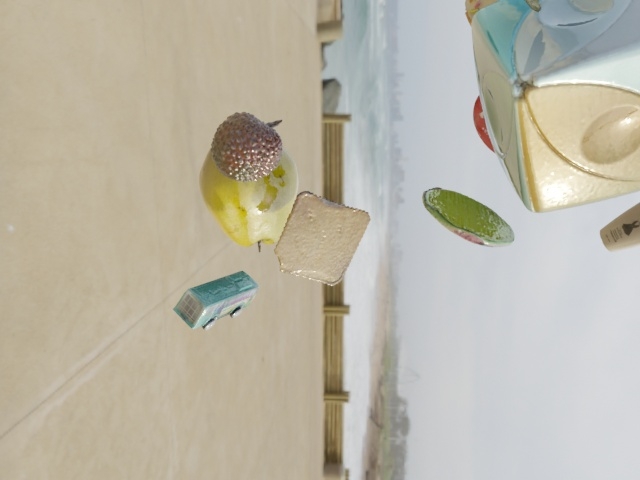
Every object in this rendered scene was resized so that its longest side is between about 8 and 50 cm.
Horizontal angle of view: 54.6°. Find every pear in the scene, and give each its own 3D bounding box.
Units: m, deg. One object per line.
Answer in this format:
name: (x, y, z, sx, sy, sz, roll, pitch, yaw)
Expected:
pear: (-0.192, -0.147, 1.767, 0.336, 0.285, 0.285, 54, 15, -10)

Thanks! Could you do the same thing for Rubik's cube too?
Rubik's cube: (0.518, -0.303, 1.244, 0.352, 0.352, 0.347, -93, 164, -47)

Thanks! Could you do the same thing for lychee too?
lychee: (-0.166, -0.227, 1.459, 0.197, 0.165, 0.165, -56, 163, -15)

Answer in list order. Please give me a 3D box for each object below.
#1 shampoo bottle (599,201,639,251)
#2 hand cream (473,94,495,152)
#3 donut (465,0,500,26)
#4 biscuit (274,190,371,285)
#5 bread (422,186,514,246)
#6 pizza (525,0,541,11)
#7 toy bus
shampoo bottle: (0.954, -0.051, 1.822, 0.257, 0.078, 0.127, -36, -118, 45)
hand cream: (0.550, -0.350, 1.703, 0.149, 0.230, 0.230, -35, 141, -26)
donut: (0.539, -0.569, 1.492, 0.383, 0.382, 0.142, -83, 180, -45)
biscuit: (0.000, 0.000, 1.675, 0.237, 0.232, 0.013, -66, -153, 15)
bread: (0.327, -0.049, 1.384, 0.228, 0.228, 0.033, -76, -171, -65)
pizza: (0.315, -0.502, 1.050, 0.262, 0.034, 0.181, 46, 43, -25)
toy bus: (-0.258, 0.151, 1.582, 0.109, 0.091, 0.261, -54, 166, 23)
